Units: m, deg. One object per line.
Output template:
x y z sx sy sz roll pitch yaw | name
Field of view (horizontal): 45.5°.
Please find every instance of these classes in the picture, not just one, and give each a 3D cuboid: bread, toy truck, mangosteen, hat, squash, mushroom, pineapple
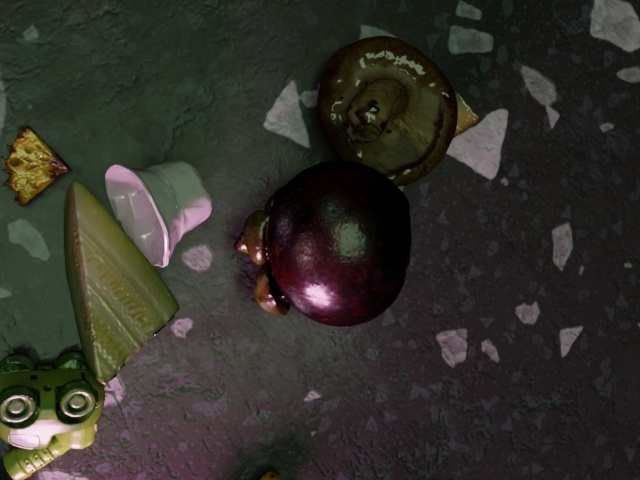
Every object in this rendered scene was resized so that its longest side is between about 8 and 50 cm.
0.231 -0.227 1.480 0.109 0.080 0.084 -39 97 -14 | bread
-0.451 0.292 1.279 0.187 0.148 0.210 -16 115 -17 | toy truck
0.014 -0.001 1.322 0.300 0.300 0.300 0 90 -15 | mangosteen
-0.267 -0.064 1.311 0.126 0.203 0.203 -30 98 -29 | hat
-0.401 0.075 1.297 0.288 0.111 0.203 51 59 -13 | squash
0.133 -0.230 1.390 0.267 0.254 0.267 -10 116 -20 | mushroom
-0.485 -0.125 1.305 0.116 0.069 0.137 6 98 -20 | pineapple

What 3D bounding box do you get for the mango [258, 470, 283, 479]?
-0.141 0.502 1.392 0.190 0.075 0.098 -33 104 -19 | mango
